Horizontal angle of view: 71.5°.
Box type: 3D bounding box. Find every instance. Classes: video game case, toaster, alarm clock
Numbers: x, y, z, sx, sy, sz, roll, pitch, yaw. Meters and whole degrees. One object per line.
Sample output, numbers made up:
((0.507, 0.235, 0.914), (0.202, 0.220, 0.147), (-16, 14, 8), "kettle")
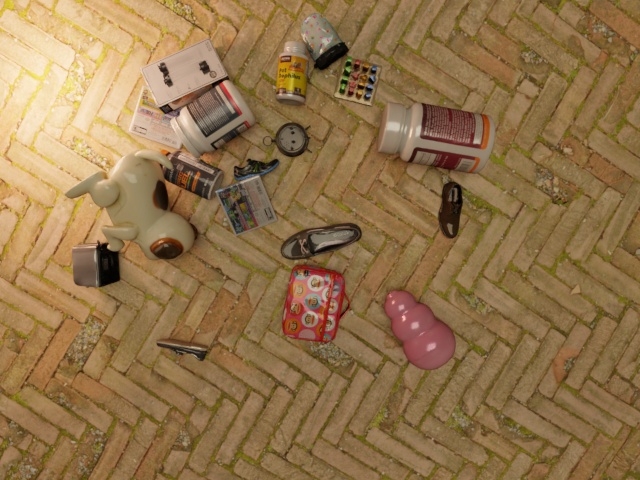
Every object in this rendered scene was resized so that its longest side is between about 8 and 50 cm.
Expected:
((-0.289, -0.137, 1.750), (0.183, 0.023, 0.201), (-20, 113, 0), "video game case")
((-0.623, -0.482, 1.750), (0.212, 0.023, 0.193), (19, 93, -1), "video game case")
((-0.858, 0.084, 1.712), (0.110, 0.168, 0.186), (-1, 95, 0), "toaster")
((-0.132, -0.395, 1.748), (0.192, 0.064, 0.129), (-4, 94, 2), "alarm clock")

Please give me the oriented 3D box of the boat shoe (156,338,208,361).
((-0.561, 0.442, 1.789), (0.206, 0.075, 0.065), (12, 91, -6), "boat shoe")

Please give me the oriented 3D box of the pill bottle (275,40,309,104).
((-0.106, -0.637, 1.701), (0.117, 0.117, 0.215), (6, 94, -1), "pill bottle")

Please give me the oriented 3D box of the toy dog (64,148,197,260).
((-0.636, -0.108, 1.660), (0.395, 0.284, 0.408), (-29, 105, 9), "toy dog")

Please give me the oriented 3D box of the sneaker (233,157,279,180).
((-0.254, -0.289, 1.747), (0.188, 0.067, 0.078), (-15, 100, 3), "sneaker")

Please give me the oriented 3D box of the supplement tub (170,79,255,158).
((-0.399, -0.452, 1.672), (0.272, 0.191, 0.191), (-33, 94, 1), "supplement tub")

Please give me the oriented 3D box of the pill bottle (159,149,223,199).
((-0.511, -0.262, 1.714), (0.245, 0.130, 0.130), (24, 93, -2), "pill bottle")

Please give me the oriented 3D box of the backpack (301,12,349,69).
((0.006, -0.769, 1.697), (0.152, 0.115, 0.182), (-32, 91, 4), "backpack")

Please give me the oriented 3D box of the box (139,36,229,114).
((-0.511, -0.625, 1.695), (0.289, 0.087, 0.169), (-27, 90, -4), "box")

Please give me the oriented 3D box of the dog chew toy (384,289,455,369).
((0.374, 0.338, 1.745), (0.206, 0.206, 0.332), (-37, 85, 2), "dog chew toy")

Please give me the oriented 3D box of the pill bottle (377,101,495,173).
((0.424, -0.392, 1.675), (0.392, 0.224, 0.224), (10, 94, -2), "pill bottle")

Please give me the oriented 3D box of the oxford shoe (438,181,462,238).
((0.519, -0.118, 1.760), (0.082, 0.096, 0.227), (-3, 96, -3), "oxford shoe")

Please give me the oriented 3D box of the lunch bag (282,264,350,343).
((-0.012, 0.253, 1.770), (0.258, 0.120, 0.293), (9, 95, -6), "lunch bag")

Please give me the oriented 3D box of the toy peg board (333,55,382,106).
((0.148, -0.626, 1.726), (0.160, 0.079, 0.161), (14, 94, -2), "toy peg board")

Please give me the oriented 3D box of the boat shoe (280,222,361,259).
((0.000, 0.000, 1.757), (0.335, 0.095, 0.112), (-15, 94, 0), "boat shoe")
